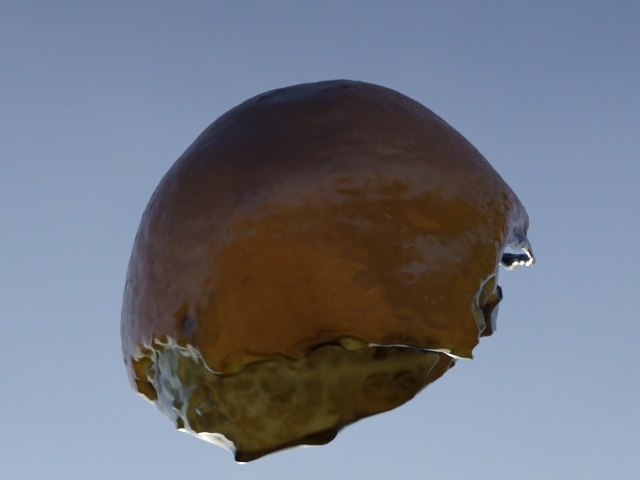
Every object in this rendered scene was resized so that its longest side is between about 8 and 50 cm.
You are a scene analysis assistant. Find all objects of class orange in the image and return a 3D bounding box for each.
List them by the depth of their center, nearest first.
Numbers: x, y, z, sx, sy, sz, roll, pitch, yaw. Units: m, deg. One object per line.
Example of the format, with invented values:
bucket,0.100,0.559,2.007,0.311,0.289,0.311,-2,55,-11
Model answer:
orange,0.000,0.000,0.415,0.160,0.170,0.112,-19,-84,-20
